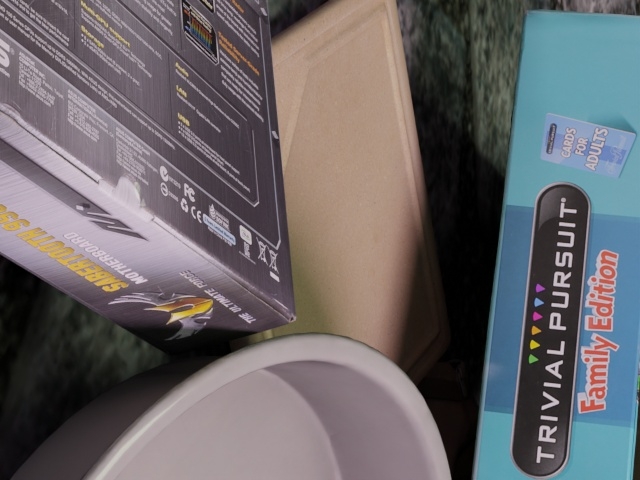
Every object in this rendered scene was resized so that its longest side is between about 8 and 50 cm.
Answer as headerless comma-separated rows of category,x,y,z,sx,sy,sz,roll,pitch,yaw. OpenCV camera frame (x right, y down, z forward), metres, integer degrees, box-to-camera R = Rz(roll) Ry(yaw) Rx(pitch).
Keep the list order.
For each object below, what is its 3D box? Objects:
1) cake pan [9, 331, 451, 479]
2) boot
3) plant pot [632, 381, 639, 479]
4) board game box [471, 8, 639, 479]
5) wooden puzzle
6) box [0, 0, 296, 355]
cake pan,-0.048,0.173,0.611,0.293,0.054,0.293,-22,119,-47
boot,0.057,0.112,0.882,0.118,0.042,0.087,-5,90,-63
plant pot,0.325,0.186,1.208,0.274,0.256,0.256,-61,146,-11
board game box,0.132,0.081,0.873,0.254,0.079,0.336,74,22,-67
wooden puzzle,0.000,0.000,0.767,0.238,0.044,0.221,-48,132,-56
box,-0.089,-0.084,0.518,0.231,0.056,0.183,40,38,-56
